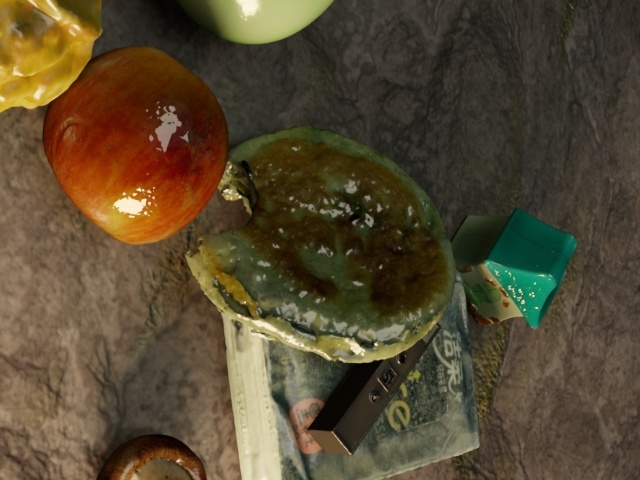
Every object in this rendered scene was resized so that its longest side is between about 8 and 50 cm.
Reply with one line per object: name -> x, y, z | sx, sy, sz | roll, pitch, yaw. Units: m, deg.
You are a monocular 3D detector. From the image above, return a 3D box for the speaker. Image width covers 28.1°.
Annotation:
speaker -> 0.061, 0.149, 1.391 | 0.191, 0.046, 0.040 | -51, 117, -30

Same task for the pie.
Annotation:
pie -> 0.008, 0.002, 1.379 | 0.302, 0.067, 0.302 | 11, 54, -15

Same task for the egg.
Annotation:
egg -> -0.059, -0.337, 1.322 | 0.220, 0.220, 0.269 | 27, 78, -37

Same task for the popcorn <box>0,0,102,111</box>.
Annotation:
popcorn -> -0.278, -0.235, 1.146 | 0.266, 0.192, 0.233 | -40, 114, -34

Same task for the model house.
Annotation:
model house -> 0.249, 0.035, 1.627 | 0.127, 0.149, 0.100 | 50, 55, -27

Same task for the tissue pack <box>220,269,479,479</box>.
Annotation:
tissue pack -> 0.039, 0.160, 1.468 | 0.316, 0.103, 0.228 | -10, 95, -40

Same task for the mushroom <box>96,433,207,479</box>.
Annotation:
mushroom -> -0.169, 0.255, 1.294 | 0.127, 0.087, 0.127 | -3, 95, -41

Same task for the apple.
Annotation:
apple -> -0.179, -0.092, 1.267 | 0.173, 0.160, 0.195 | -49, 123, -7
